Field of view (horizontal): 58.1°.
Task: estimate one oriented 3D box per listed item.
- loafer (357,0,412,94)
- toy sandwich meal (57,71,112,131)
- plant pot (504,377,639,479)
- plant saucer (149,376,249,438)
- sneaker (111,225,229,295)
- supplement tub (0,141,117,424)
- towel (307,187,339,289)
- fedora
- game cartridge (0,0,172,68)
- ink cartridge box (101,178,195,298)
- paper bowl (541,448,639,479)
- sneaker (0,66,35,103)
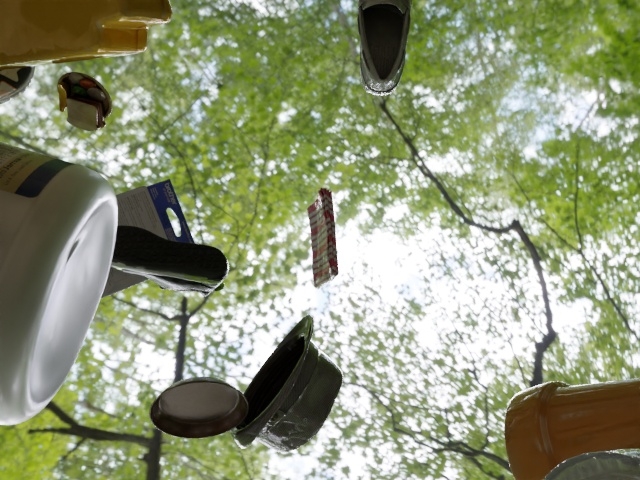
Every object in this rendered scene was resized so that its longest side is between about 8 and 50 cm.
[{"bbox_3d":[0.124,-0.439,1.083,0.112,0.111,0.319,-1,-86,-1],"label":"loafer"},{"bbox_3d":[-0.327,-0.190,0.790,0.086,0.085,0.029,-12,-138,26],"label":"toy sandwich meal"},{"bbox_3d":[0.378,0.266,0.739,0.188,0.205,0.205,-37,-133,39],"label":"plant pot"},{"bbox_3d":[-0.210,0.287,0.999,0.168,0.168,0.029,-31,-140,14],"label":"plant saucer"},{"bbox_3d":[-0.268,0.050,0.959,0.097,0.235,0.084,-56,-152,37],"label":"sneaker"},{"bbox_3d":[-0.361,0.007,0.482,0.316,0.228,0.228,17,-111,-7],"label":"supplement tub"},{"bbox_3d":[0.000,0.000,1.246,0.029,0.144,0.197,0,-107,-15],"label":"towel"},{"bbox_3d":[-0.049,0.289,1.086,0.275,0.124,0.244,-53,-169,2],"label":"fedora"},{"bbox_3d":[-0.219,-0.279,0.368,0.285,0.053,0.323,8,-69,33],"label":"game cartridge"},{"bbox_3d":[-0.424,0.010,1.169,0.311,0.185,0.065,-23,-175,-19],"label":"ink cartridge box"},{"bbox_3d":[0.232,0.293,0.397,0.284,0.148,0.284,-174,-90,-74],"label":"paper bowl"},{"bbox_3d":[-0.325,-0.151,0.552,0.040,0.044,0.109,38,-109,15],"label":"sneaker"}]
